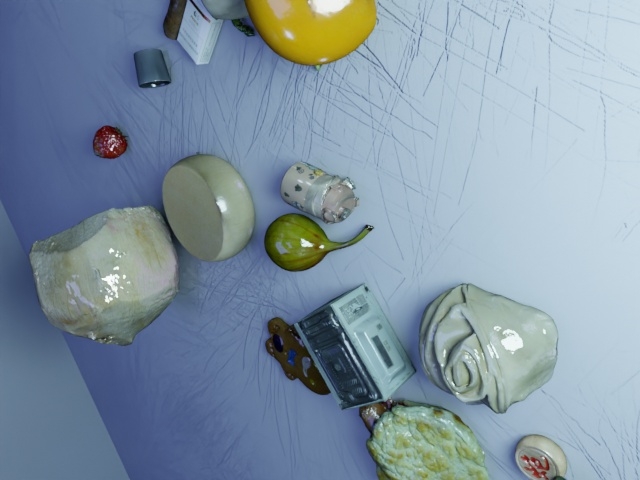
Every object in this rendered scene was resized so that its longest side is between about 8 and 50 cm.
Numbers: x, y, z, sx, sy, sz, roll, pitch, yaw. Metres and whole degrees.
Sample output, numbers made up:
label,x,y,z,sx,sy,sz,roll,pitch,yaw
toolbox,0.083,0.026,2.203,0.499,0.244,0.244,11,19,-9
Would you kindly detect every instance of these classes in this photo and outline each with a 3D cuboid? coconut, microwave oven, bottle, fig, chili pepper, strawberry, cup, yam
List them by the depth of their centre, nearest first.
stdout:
label,x,y,z,sx,sy,sz,roll,pitch,yaw
bottle,0.006,-0.086,0.950,0.152,0.099,0.099,28,126,32
chili pepper,-0.161,-0.435,0.995,0.083,0.027,0.022,55,140,8
fig,0.000,0.000,1.003,0.236,0.124,0.124,-3,107,26
microwave oven,0.066,0.218,1.014,0.162,0.122,0.208,-35,83,48
yam,-0.289,-0.532,1.054,0.057,0.057,0.241,52,137,12
cup,-0.414,-0.419,1.225,0.100,0.078,0.077,-161,58,-74
coconut,-0.597,0.119,1.429,0.404,0.404,0.404,21,123,37
strawberry,-0.629,-0.288,1.475,0.106,0.106,0.106,21,123,37

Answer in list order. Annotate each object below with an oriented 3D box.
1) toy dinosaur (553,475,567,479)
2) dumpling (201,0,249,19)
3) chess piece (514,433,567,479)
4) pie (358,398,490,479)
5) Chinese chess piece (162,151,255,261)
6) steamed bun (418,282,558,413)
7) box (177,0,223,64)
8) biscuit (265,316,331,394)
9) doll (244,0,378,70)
label,x,y,z,sx,sy,sz,roll,pitch,yaw
toy dinosaur,0.451,0.420,0.742,0.187,0.087,0.179,22,133,13
dumpling,-0.152,-0.483,0.887,0.250,0.132,0.162,4,115,46
chess piece,0.375,0.372,0.848,0.084,0.038,0.083,23,126,36
pie,0.209,0.441,0.999,0.257,0.105,0.274,-5,106,36
Chinese chess piece,-0.277,-0.079,1.225,0.273,0.102,0.273,21,124,35
steamed bun,0.248,0.190,0.806,0.218,0.144,0.211,29,128,33
box,-0.253,-0.465,1.062,0.084,0.040,0.154,53,136,15
biscuit,-0.050,0.287,1.228,0.236,0.039,0.180,28,125,30
doll,-0.019,-0.380,0.780,0.236,0.213,0.213,-113,10,-76
